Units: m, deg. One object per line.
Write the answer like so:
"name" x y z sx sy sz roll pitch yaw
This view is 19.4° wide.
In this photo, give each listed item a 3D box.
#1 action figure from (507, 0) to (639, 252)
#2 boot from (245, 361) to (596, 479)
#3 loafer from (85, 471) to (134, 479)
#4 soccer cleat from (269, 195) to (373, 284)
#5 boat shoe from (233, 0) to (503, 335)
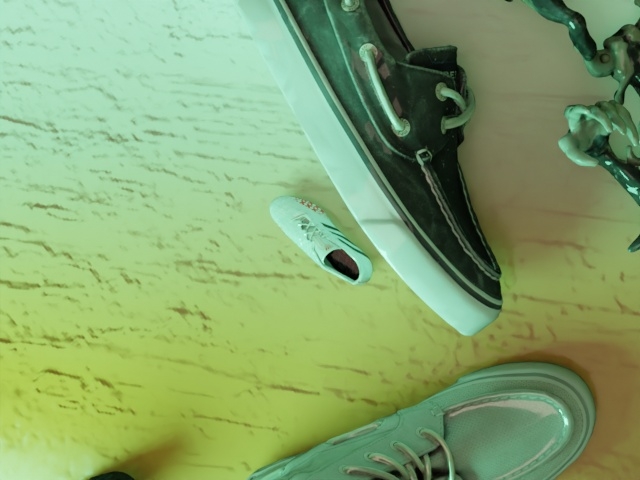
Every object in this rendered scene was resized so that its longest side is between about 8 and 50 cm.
"action figure" 0.207 -0.101 1.139 0.164 0.141 0.276 -40 88 2
"boot" 0.055 0.160 1.212 0.258 0.123 0.095 -24 94 13
"loafer" -0.186 0.249 1.301 0.078 0.080 0.220 40 108 -8
"soccer cleat" 0.000 0.000 1.243 0.083 0.035 0.029 41 103 2
"boat shoe" 0.048 -0.086 1.192 0.102 0.108 0.301 -31 85 15
